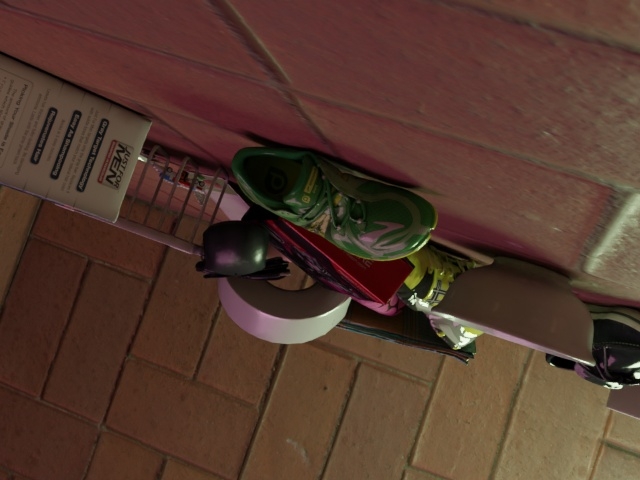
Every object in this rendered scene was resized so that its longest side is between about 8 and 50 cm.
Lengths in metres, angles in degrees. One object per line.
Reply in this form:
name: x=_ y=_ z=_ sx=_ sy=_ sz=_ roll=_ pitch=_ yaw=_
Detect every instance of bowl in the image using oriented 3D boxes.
bowl: x=0.355 y=0.112 z=1.616 sx=0.297 sy=0.134 sz=0.298 roll=19 pitch=176 yaw=1

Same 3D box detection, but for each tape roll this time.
tape roll: x=-0.070 y=0.072 z=1.915 sx=0.286 sy=0.286 sz=0.100 roll=19 pitch=141 yaw=2

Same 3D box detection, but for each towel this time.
towel: x=0.163 y=0.153 z=2.051 sx=0.369 sy=0.040 sz=0.271 roll=15 pitch=-154 yaw=2

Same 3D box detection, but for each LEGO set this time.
LEGO set: x=-0.358 y=-0.150 z=1.987 sx=0.244 sy=0.060 sz=0.182 roll=21 pitch=177 yaw=30

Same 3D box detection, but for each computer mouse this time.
computer mouse: x=-0.150 y=0.038 z=1.699 sx=0.188 sy=0.072 sz=0.272 roll=-1 pitch=162 yaw=-2

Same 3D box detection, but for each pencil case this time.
pencil case: x=0.122 y=0.094 z=1.880 sx=0.095 sy=0.098 sz=0.209 roll=42 pitch=-175 yaw=20

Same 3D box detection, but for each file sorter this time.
file sorter: x=-0.338 y=-0.097 z=1.783 sx=0.277 sy=0.173 sz=0.193 roll=20 pitch=177 yaw=1

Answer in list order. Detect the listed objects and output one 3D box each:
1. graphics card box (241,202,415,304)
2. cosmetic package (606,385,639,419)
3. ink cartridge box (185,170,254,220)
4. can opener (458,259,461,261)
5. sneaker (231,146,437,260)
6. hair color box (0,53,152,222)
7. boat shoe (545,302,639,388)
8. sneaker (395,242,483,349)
graphics card box: x=0.000 y=0.000 z=1.658 sx=0.232 sy=0.094 sz=0.371 roll=39 pitch=172 yaw=-14
cosmetic package: x=0.824 y=0.333 z=1.980 sx=0.365 sy=0.197 sz=0.155 roll=19 pitch=177 yaw=21
ink cartridge box: x=-0.179 y=-0.087 z=2.068 sx=0.171 sy=0.056 sz=0.235 roll=14 pitch=149 yaw=51
can opener: x=0.320 y=0.085 z=1.967 sx=0.186 sy=0.059 sz=0.073 roll=21 pitch=175 yaw=-17
sneaker: x=0.008 y=-0.050 z=1.217 sx=0.295 sy=0.110 sz=0.123 roll=18 pitch=180 yaw=17
hair color box: x=-0.443 y=-0.164 z=1.347 sx=0.347 sy=0.174 sz=0.105 roll=22 pitch=176 yaw=-35
boat shoe: x=0.594 y=0.218 z=1.809 sx=0.186 sy=0.156 sz=0.500 roll=22 pitch=174 yaw=-13
sneaker: x=0.233 y=0.069 z=1.823 sx=0.384 sy=0.147 sz=0.145 roll=40 pitch=-155 yaw=-42
